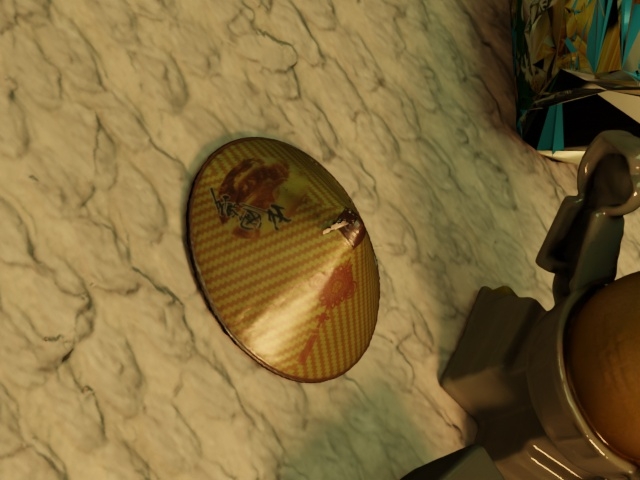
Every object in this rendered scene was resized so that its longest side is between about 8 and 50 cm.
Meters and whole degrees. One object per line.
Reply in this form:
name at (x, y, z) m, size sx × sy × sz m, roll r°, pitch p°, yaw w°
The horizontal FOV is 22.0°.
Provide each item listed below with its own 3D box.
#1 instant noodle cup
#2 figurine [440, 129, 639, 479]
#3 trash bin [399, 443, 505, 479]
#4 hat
instant noodle cup at (0.269, -0.175, 1.465) m, size 0.240 × 0.240 × 0.178 m, roll 22°, pitch 65°, yaw -37°
figurine at (0.242, 0.101, 1.233) m, size 0.167 × 0.285 × 0.342 m, roll -33°, pitch 93°, yaw -47°
trash bin at (0.110, 0.282, 1.147) m, size 0.176 × 0.101 × 0.236 m, roll -31°, pitch 90°, yaw -47°
hat at (0.000, 0.000, 1.191) m, size 0.193 × 0.082 × 0.193 m, roll 24°, pitch 53°, yaw -37°
